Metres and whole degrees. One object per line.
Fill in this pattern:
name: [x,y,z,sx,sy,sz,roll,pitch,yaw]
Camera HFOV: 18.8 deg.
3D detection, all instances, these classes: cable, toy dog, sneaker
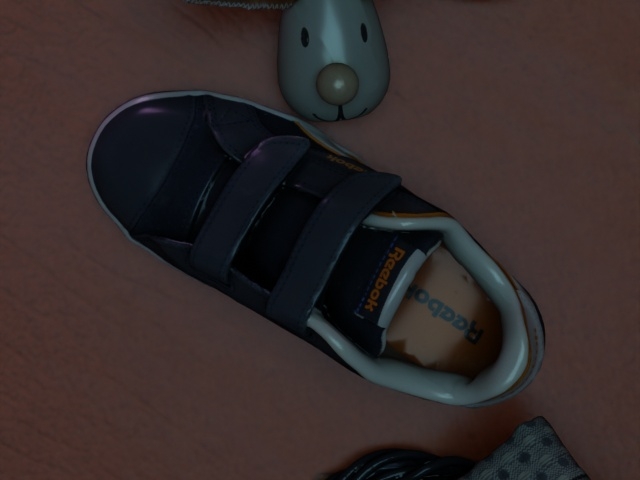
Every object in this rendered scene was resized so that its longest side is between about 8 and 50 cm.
cable: [0.058,0.210,1.257,0.184,0.047,0.150,16,92,-2]
toy dog: [-0.002,-0.225,1.133,0.220,0.161,0.334,-28,111,9]
sneaker: [0.000,0.000,1.209,0.321,0.127,0.126,26,93,-1]

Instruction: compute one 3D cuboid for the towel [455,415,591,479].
towel: [0.093,0.315,1.145,0.324,0.056,0.312,-38,61,1]
